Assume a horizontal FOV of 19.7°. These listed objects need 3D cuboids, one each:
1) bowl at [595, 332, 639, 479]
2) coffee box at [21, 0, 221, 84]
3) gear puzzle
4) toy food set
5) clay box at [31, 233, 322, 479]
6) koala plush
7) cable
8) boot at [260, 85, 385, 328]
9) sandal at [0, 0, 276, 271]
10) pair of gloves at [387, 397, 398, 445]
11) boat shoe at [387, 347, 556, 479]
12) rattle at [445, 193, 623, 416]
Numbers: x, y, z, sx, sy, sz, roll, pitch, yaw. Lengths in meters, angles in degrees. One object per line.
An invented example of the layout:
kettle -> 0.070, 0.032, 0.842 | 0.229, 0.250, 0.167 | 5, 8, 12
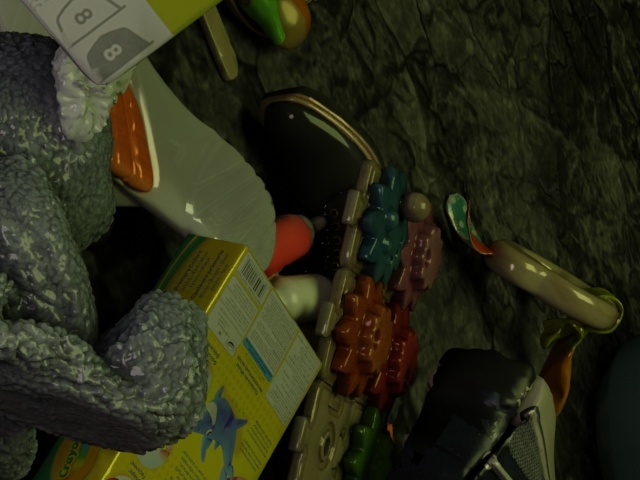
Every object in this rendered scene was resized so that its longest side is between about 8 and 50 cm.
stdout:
bowl -> 0.383, 0.200, 1.839 | 0.311, 0.163, 0.311 | 30, 54, -54
coffee box -> -0.108, -0.354, 0.871 | 0.337, 0.334, 0.338 | 52, 2, -39
gear puzzle -> 0.032, 0.121, 1.291 | 0.175, 0.044, 0.339 | 41, 61, -67
toy food set -> -0.039, -0.209, 1.373 | 0.132, 0.038, 0.192 | 67, 31, -19
clay box -> -0.090, 0.122, 1.093 | 0.222, 0.053, 0.127 | -58, 140, -26
koala plush -> -0.166, -0.017, 0.939 | 0.203, 0.196, 0.221 | 35, 54, -37
cable -> -0.070, 0.041, 1.188 | 0.287, 0.072, 0.139 | -22, 108, -61
boot -> 0.000, 0.000, 1.339 | 0.198, 0.077, 0.137 | 57, 41, -31
sandal -> -0.127, -0.055, 1.121 | 0.265, 0.076, 0.102 | 47, 39, -37
pair of gloves -> 0.040, 0.119, 1.423 | 0.083, 0.010, 0.074 | 23, 60, -57
boat shoe -> 0.116, 0.245, 1.386 | 0.158, 0.127, 0.340 | -55, 142, -35
rattle -> 0.160, 0.059, 1.637 | 0.200, 0.143, 0.130 | 23, 27, -39
